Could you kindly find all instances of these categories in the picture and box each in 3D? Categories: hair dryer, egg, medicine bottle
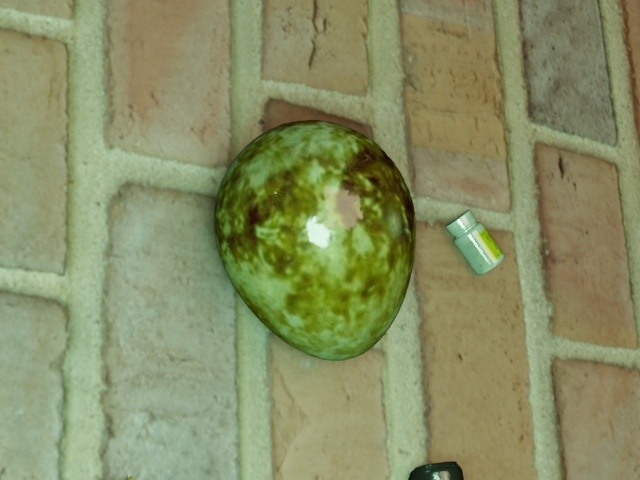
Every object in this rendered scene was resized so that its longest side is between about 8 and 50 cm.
[{"bbox_3d":[0.220,0.335,1.806,0.248,0.070,0.114,1,71,-36],"label":"hair dryer"},{"bbox_3d":[0.000,0.000,1.689,0.238,0.238,0.289,-22,92,-36],"label":"egg"},{"bbox_3d":[0.210,0.003,1.938,0.047,0.047,0.083,-37,94,-37],"label":"medicine bottle"}]

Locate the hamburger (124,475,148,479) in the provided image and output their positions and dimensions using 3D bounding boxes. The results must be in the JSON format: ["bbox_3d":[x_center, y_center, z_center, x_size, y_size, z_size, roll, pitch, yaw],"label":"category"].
[{"bbox_3d":[-0.195,0.344,1.505,0.182,0.118,0.191,12,61,-32],"label":"hamburger"}]
